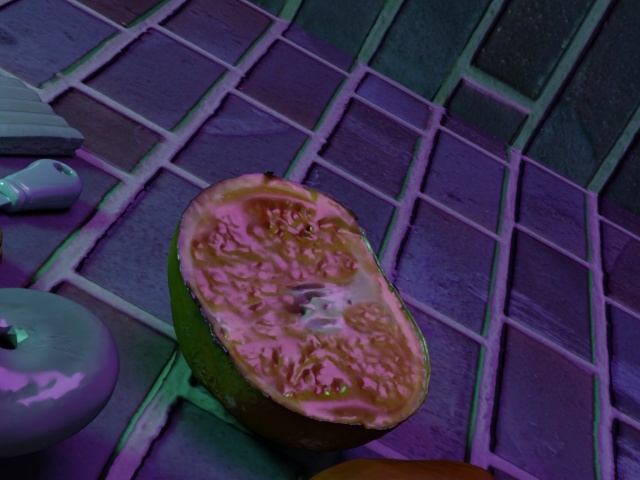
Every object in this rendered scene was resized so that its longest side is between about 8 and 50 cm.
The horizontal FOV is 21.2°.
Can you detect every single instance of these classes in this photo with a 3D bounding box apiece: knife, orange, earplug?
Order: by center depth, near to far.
[{"bbox_3d":[-0.333,0.081,1.492,0.325,0.175,0.214,20,23,-28],"label":"earplug"},{"bbox_3d":[-0.034,0.075,1.836,0.274,0.274,0.310,-20,95,-66],"label":"orange"},{"bbox_3d":[-0.390,-0.052,1.973,0.080,0.044,0.331,38,24,17],"label":"knife"}]

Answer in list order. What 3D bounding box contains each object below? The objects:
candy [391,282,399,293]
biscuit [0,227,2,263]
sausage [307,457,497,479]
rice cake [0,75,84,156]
[{"bbox_3d":[0.000,0.000,2.349,0.145,0.070,0.275,23,15,-38],"label":"candy"},{"bbox_3d":[-0.444,-0.028,1.806,0.248,0.035,0.184,24,22,3],"label":"biscuit"},{"bbox_3d":[0.087,0.286,1.609,0.268,0.153,0.141,12,32,-40],"label":"sausage"},{"bbox_3d":[-0.419,-0.166,2.212,0.198,0.037,0.189,4,32,-51],"label":"rice cake"}]
